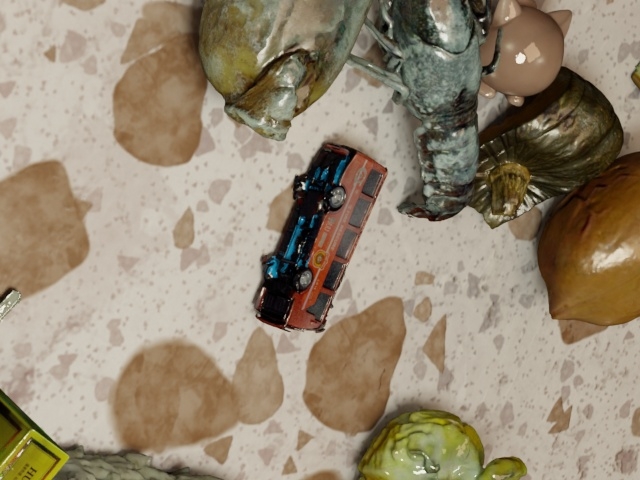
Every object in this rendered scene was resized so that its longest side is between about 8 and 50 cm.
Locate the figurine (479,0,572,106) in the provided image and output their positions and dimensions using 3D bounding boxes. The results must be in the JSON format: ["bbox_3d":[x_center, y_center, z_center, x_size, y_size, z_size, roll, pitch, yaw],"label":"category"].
[{"bbox_3d":[0.249,-0.243,1.737,0.125,0.125,0.138,4,116,-36],"label":"figurine"}]

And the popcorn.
[{"bbox_3d":[0.156,0.310,1.781,0.198,0.212,0.198,10,90,-69],"label":"popcorn"}]

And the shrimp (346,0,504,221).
[{"bbox_3d":[0.134,-0.201,1.632,0.221,0.166,0.411,-25,116,-24],"label":"shrimp"}]

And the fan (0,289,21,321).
[{"bbox_3d":[-0.430,0.200,1.448,0.294,0.012,0.223,-21,114,-28],"label":"fan"}]

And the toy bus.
[{"bbox_3d":[0.000,0.000,1.657,0.096,0.073,0.235,22,89,-44],"label":"toy bus"}]

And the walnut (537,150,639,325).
[{"bbox_3d":[0.411,-0.002,1.865,0.298,0.203,0.203,-41,122,-15],"label":"walnut"}]

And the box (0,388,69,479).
[{"bbox_3d":[-0.358,0.210,1.358,0.141,0.220,0.064,-51,128,-9],"label":"box"}]

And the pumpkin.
[{"bbox_3d":[0.290,-0.121,1.788,0.248,0.126,0.131,-48,122,-14],"label":"pumpkin"}]

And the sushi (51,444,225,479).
[{"bbox_3d":[-0.196,0.355,1.564,0.343,0.196,0.182,18,111,-32],"label":"sushi"}]

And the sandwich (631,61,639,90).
[{"bbox_3d":[0.552,-0.192,1.973,0.244,0.088,0.090,36,78,-36],"label":"sandwich"}]

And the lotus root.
[{"bbox_3d":[-0.023,-0.284,1.510,0.175,0.175,0.350,32,80,-36],"label":"lotus root"}]
